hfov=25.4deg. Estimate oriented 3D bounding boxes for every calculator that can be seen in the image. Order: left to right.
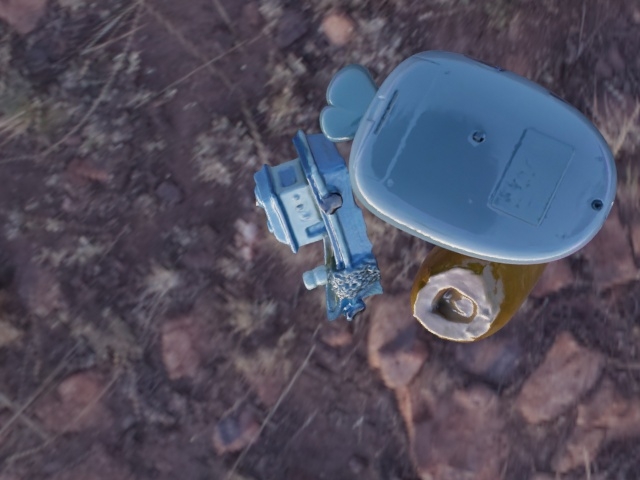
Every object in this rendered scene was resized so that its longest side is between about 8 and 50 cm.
[{"bbox_3d":[0.134,-0.085,1.351,0.299,0.041,0.185,26,80,14],"label":"calculator"}]

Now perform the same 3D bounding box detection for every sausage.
[{"bbox_3d":[0.213,0.001,1.645,0.116,0.354,0.134,35,124,8],"label":"sausage"}]

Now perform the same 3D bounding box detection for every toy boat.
[{"bbox_3d":[0.000,0.000,1.479,0.098,0.109,0.237,-20,132,0],"label":"toy boat"}]
